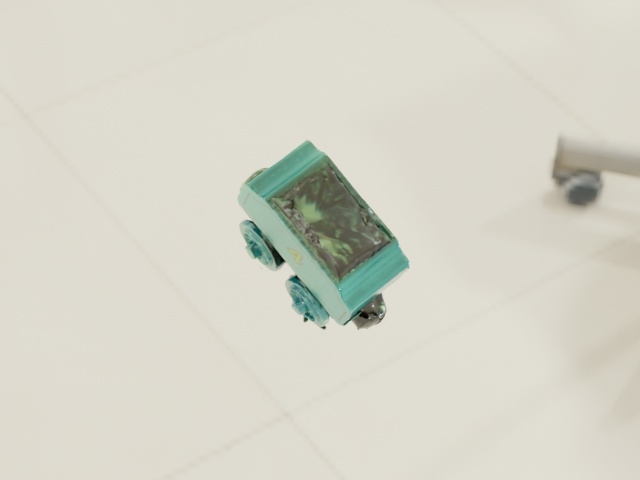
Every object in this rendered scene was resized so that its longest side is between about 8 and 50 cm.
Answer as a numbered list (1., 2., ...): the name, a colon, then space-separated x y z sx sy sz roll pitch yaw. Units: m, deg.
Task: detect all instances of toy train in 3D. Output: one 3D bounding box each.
1. toy train: 0.000 0.000 1.773 0.107 0.154 0.198 -38 84 -18
